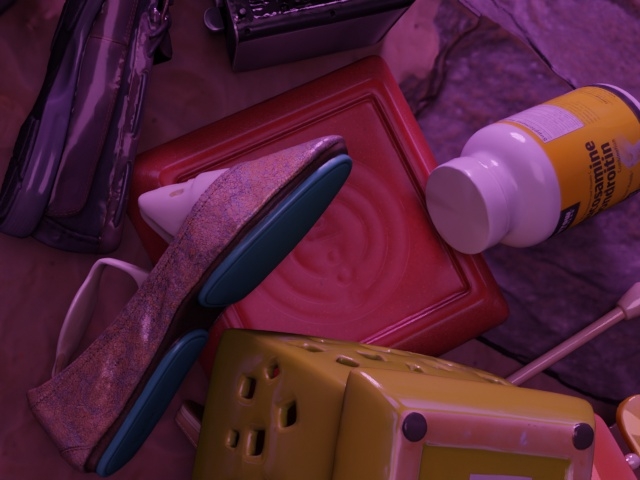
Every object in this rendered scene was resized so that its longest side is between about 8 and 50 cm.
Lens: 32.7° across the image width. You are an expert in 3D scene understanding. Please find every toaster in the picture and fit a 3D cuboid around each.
[{"bbox_3d":[-0.015,-0.244,0.893,0.185,0.110,0.168,-15,84,-14],"label":"toaster"}]

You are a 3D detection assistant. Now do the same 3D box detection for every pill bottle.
[{"bbox_3d":[0.178,-0.055,0.884,0.184,0.103,0.103,-24,86,-29],"label":"pill bottle"}]

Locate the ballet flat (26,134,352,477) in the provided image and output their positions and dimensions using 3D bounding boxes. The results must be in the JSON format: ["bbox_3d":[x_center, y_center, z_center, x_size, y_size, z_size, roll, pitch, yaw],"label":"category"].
[{"bbox_3d":[-0.109,0.028,0.793,0.106,0.107,0.316,40,95,14],"label":"ballet flat"}]

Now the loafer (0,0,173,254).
[{"bbox_3d":[-0.163,-0.134,0.857,0.095,0.109,0.302,22,78,-25],"label":"loafer"}]

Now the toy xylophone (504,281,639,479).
[{"bbox_3d":[0.262,0.179,0.891,0.322,0.081,0.236,-36,88,-16],"label":"toy xylophone"}]

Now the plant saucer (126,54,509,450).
[{"bbox_3d":[0.000,0.000,0.886,0.259,0.048,0.258,-25,86,-14],"label":"plant saucer"}]

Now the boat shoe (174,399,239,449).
[{"bbox_3d":[-0.071,0.183,0.837,0.045,0.050,0.135,-41,85,7],"label":"boat shoe"}]

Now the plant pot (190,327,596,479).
[{"bbox_3d":[0.053,0.187,0.742,0.227,0.207,0.228,12,83,-29],"label":"plant pot"}]
